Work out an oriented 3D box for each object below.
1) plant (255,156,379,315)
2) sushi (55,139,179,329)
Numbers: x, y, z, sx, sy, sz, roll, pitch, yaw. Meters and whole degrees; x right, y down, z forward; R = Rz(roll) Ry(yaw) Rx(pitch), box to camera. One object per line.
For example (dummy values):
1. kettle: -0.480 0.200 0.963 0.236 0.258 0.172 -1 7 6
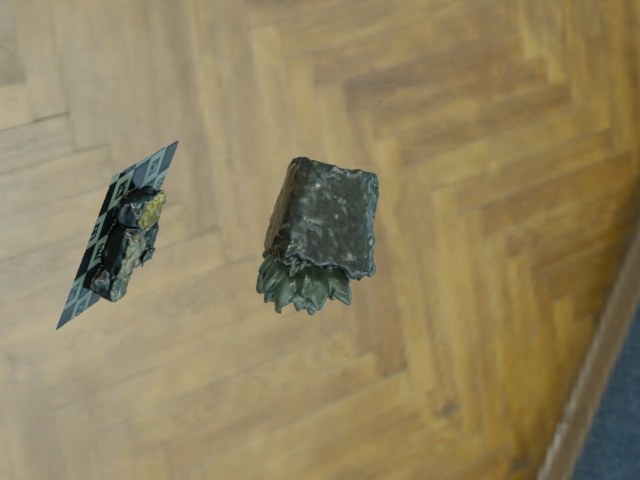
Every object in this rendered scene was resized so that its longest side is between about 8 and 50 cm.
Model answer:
1. plant: 0.000 0.000 1.816 0.132 0.129 0.195 12 96 -12
2. sushi: -0.221 0.002 1.777 0.215 0.050 0.192 -66 170 22
